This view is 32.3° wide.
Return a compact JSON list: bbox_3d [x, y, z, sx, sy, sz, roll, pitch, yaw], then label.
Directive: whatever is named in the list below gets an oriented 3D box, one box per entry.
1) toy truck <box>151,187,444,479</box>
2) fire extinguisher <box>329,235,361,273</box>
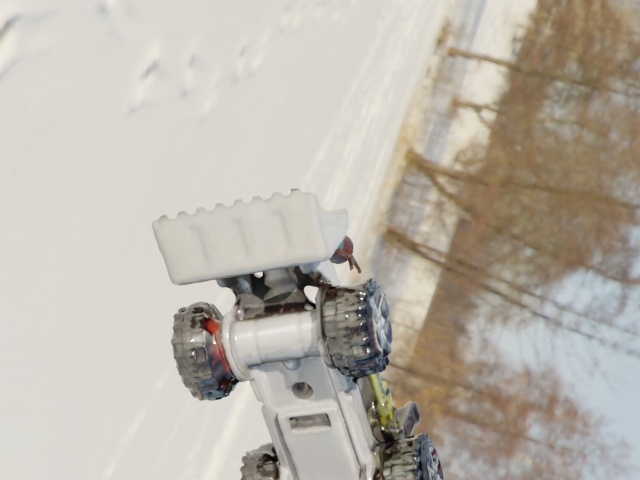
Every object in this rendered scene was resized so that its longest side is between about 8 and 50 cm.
[{"bbox_3d":[-0.006,0.087,0.712,0.111,0.136,0.285,-68,144,-60],"label":"toy truck"},{"bbox_3d":[0.000,0.000,1.246,0.039,0.056,0.132,-34,148,23],"label":"fire extinguisher"}]
